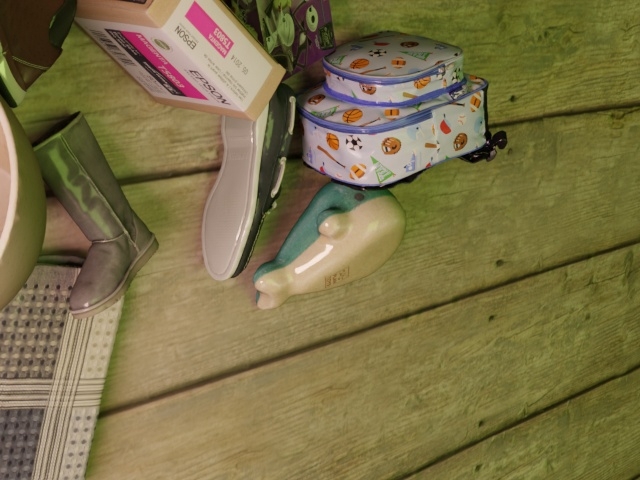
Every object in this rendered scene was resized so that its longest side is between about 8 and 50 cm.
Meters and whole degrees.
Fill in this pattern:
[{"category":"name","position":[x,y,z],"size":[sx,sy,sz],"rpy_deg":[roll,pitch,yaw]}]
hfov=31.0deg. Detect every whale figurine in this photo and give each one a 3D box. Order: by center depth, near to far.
[{"category":"whale figurine","position":[0.000,0.000,1.808],"size":[0.272,0.141,0.216],"rpy_deg":[-30,157,-13]}]

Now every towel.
[{"category":"towel","position":[-0.403,0.170,1.471],"size":[0.312,0.056,0.324],"rpy_deg":[8,98,-46]}]

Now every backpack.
[{"category":"backpack","position":[0.098,-0.193,1.751],"size":[0.263,0.277,0.213],"rpy_deg":[-34,123,-29]}]

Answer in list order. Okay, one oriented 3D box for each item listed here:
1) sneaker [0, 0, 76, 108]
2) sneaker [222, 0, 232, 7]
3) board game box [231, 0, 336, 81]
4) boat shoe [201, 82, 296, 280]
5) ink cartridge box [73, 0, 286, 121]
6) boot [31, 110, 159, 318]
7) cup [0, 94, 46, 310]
[{"category":"sneaker","position":[-0.370,-0.302,1.315],"size":[0.162,0.106,0.281],"rpy_deg":[-49,144,-33]},{"category":"sneaker","position":[-0.191,-0.344,1.524],"size":[0.084,0.069,0.185],"rpy_deg":[-52,140,4]},{"category":"board game box","position":[-0.064,-0.404,1.594],"size":[0.208,0.056,0.346],"rpy_deg":[-47,133,-56]},{"category":"boat shoe","position":[-0.096,-0.088,1.668],"size":[0.091,0.114,0.302],"rpy_deg":[8,97,-43]},{"category":"ink cartridge box","position":[-0.189,-0.256,1.448],"size":[0.235,0.193,0.088],"rpy_deg":[44,69,-45]},{"category":"boot","position":[-0.301,-0.032,1.442],"size":[0.208,0.076,0.189],"rpy_deg":[65,32,-29]},{"category":"cup","position":[-0.423,-0.028,1.212],"size":[0.237,0.331,0.331],"rpy_deg":[41,69,-76]}]
